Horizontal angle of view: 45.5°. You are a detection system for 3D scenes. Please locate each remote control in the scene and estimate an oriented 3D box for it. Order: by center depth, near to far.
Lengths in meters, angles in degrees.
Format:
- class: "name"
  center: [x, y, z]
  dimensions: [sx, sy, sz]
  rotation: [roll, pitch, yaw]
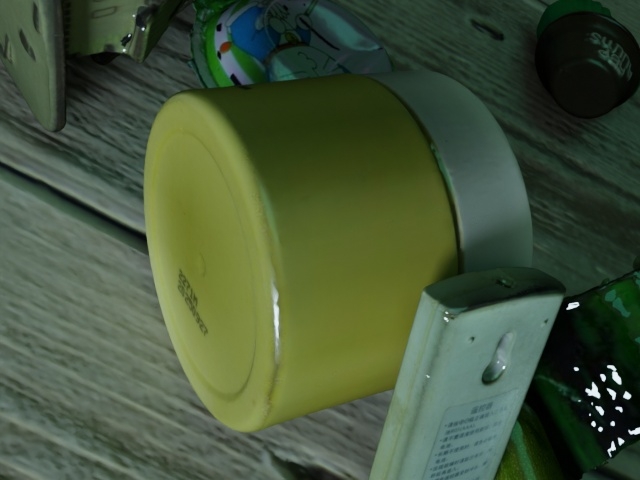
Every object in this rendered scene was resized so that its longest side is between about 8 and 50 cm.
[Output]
- class: "remote control"
  center: [0.079, 0.124, 0.476]
  dimensions: [0.098, 0.233, 0.038]
  rotation: [-7, 33, -33]

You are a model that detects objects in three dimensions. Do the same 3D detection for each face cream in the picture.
- class: "face cream"
  center: [0.000, 0.000, 0.516]
  dimensions: [0.179, 0.218, 0.218]
  rotation: [-11, 65, -28]

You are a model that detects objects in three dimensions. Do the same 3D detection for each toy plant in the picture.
- class: "toy plant"
  center: [0.305, -0.206, 0.860]
  dimensions: [0.143, 0.105, 0.200]
  rotation: [39, 40, -7]

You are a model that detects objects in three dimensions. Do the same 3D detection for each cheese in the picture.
- class: "cheese"
  center: [-0.047, -0.192, 0.701]
  dimensions: [0.204, 0.083, 0.320]
  rotation: [-32, 77, -36]

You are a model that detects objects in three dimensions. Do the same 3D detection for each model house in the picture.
- class: "model house"
  center: [-0.141, -0.251, 0.608]
  dimensions: [0.279, 0.205, 0.218]
  rotation: [-28, 74, -28]

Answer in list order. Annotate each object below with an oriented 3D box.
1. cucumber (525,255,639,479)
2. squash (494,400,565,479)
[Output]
- class: "cucumber"
  center: [0.224, 0.087, 0.590]
  dimensions: [0.191, 0.191, 0.130]
  rotation: [-24, 71, -34]
- class: "squash"
  center: [0.156, 0.232, 0.526]
  dimensions: [0.080, 0.071, 0.318]
  rotation: [7, 61, -42]
